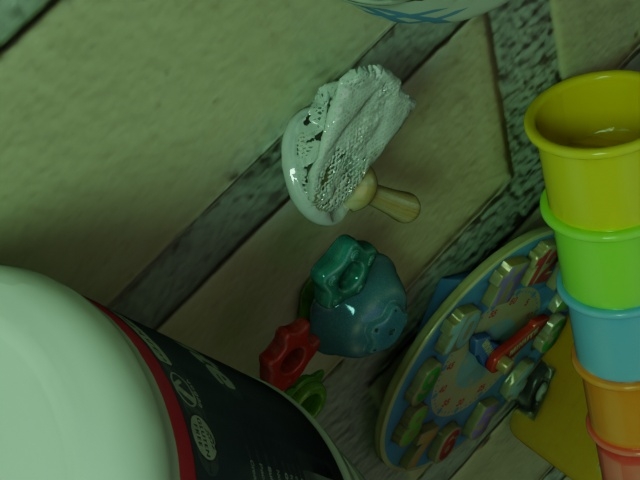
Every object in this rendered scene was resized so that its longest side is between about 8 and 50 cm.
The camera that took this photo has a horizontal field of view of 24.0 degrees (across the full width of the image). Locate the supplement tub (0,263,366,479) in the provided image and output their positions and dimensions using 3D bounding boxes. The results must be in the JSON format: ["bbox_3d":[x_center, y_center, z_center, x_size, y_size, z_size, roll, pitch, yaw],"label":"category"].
[{"bbox_3d":[-0.093,0.132,0.631,0.191,0.191,0.272,-54,151,-1],"label":"supplement tub"}]

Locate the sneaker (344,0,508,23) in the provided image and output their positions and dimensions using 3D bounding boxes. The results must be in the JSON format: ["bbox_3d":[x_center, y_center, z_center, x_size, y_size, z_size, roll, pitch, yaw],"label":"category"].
[{"bbox_3d":[0.041,-0.135,0.661,0.237,0.086,0.085,5,115,-58],"label":"sneaker"}]

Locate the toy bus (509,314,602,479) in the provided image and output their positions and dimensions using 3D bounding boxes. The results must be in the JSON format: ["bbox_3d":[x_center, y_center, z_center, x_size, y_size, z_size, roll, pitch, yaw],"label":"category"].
[{"bbox_3d":[0.258,0.027,1.121,0.130,0.108,0.333,-18,134,-49],"label":"toy bus"}]

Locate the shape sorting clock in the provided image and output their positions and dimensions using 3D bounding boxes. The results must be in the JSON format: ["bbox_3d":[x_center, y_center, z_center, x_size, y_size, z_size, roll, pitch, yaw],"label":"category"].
[{"bbox_3d":[0.114,0.077,1.028,0.206,0.040,0.206,-36,145,-30],"label":"shape sorting clock"}]

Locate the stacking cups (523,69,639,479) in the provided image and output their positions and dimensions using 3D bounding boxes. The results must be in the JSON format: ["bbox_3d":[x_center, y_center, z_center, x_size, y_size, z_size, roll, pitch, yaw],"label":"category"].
[{"bbox_3d":[0.206,0.044,0.986,0.096,0.096,0.316,-38,130,-27],"label":"stacking cups"}]

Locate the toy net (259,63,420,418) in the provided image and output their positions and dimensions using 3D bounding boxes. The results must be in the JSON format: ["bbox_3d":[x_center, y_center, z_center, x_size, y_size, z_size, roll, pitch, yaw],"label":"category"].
[{"bbox_3d":[0.000,0.000,0.785,0.122,0.045,0.232,-37,144,-26],"label":"toy net"}]
